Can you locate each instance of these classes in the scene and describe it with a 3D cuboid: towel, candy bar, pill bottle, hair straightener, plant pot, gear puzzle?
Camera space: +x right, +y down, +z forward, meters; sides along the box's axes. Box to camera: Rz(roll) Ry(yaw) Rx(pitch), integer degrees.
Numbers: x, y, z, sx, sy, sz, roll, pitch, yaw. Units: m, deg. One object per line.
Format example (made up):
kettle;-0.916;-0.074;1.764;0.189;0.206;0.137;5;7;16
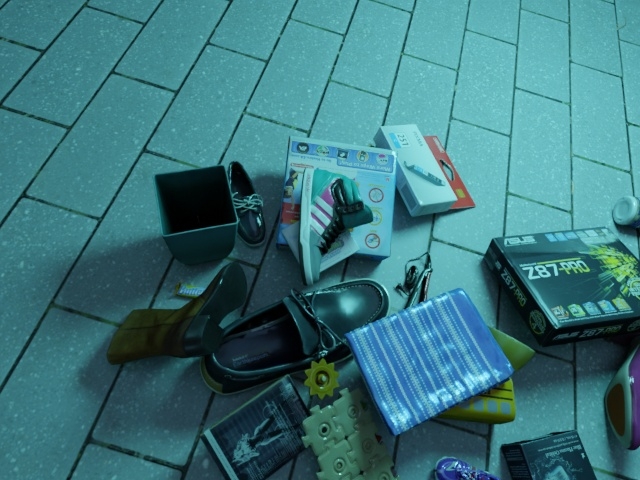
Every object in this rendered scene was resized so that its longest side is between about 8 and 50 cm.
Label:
towel;0.252;0.263;1.033;0.335;0.040;0.243;-18;68;-18
candy bar;-0.290;0.136;1.147;0.161;0.018;0.040;11;61;-4
pill bottle;1.037;-0.082;1.436;0.169;0.094;0.094;11;61;-3
hair straightener;0.253;0.122;1.227;0.088;0.047;0.231;22;61;2
plant pot;-0.297;-0.039;1.114;0.165;0.234;0.166;-11;64;-14
plant pot;0.454;0.288;1.141;0.134;0.134;0.095;29;87;6
gear puzzle;0.041;0.427;0.994;0.175;0.044;0.339;-22;84;-28

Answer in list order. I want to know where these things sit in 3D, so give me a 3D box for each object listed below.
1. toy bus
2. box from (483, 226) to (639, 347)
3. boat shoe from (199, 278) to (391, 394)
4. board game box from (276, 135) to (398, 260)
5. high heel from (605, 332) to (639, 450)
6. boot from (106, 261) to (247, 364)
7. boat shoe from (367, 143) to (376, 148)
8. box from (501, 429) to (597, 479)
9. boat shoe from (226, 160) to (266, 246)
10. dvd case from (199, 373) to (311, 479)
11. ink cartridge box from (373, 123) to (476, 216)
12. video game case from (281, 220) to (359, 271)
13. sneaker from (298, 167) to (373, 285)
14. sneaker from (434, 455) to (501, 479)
toy bus;0.280;0.350;1.080;0.332;0.108;0.130;8;63;-6
box;0.701;0.113;1.235;0.394;0.097;0.318;-4;43;-12
boat shoe;-0.040;0.213;1.073;0.499;0.156;0.187;-18;65;-19
board game box;0.046;-0.113;1.247;0.307;0.086;0.302;7;79;-6
high heel;0.841;0.359;1.150;0.181;0.127;0.378;16;58;11
boot;-0.323;0.167;1.048;0.280;0.096;0.264;-11;43;25
boat shoe;0.123;-0.201;1.363;0.073;0.073;0.207;31;69;7
box;0.528;0.533;1.034;0.155;0.093;0.159;-7;65;-13
boat shoe;-0.207;-0.106;1.252;0.095;0.079;0.255;-9;65;-14
dvd case;-0.124;0.423;0.983;0.221;0.018;0.165;-30;97;-21
ink cartridge box;0.333;-0.225;1.385;0.260;0.066;0.297;-10;64;-26
video game case;0.000;0.000;1.166;0.157;0.019;0.143;-29;84;-11
sneaker;0.040;-0.034;1.110;0.178;0.124;0.296;2;77;3
sneaker;0.341;0.531;1.016;0.169;0.071;0.069;15;61;-1
